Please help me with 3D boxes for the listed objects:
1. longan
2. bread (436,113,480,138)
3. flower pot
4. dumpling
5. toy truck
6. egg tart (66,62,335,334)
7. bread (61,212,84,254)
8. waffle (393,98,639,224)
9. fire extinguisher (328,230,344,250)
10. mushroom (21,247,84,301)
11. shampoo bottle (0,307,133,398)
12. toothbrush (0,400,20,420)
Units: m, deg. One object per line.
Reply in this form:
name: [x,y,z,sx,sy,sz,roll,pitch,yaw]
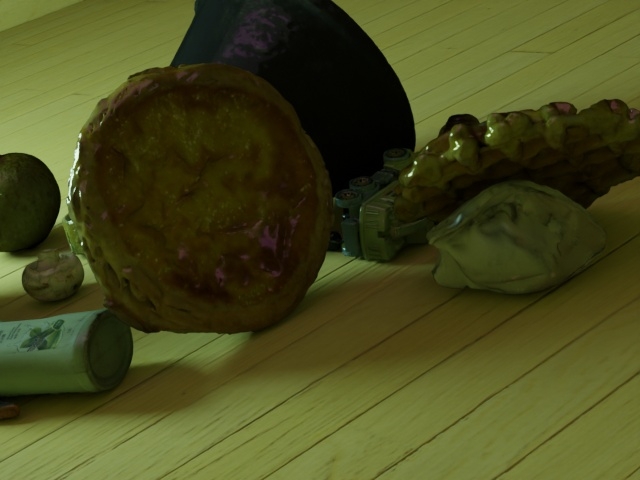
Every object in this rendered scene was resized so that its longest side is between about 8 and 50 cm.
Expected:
longan: [-0.461,-0.066,2.136,0.145,0.176,0.155,-25,3,13]
bread: [0.196,-0.143,2.065,0.066,0.060,0.110,-38,10,24]
flower pot: [-0.093,-0.158,1.939,0.251,0.379,0.379,-45,33,-24]
dumpling: [0.206,-0.003,1.593,0.199,0.136,0.118,-18,42,17]
toy truck: [0.104,-0.043,1.829,0.116,0.085,0.191,10,31,29]
egg tart: [-0.147,-0.046,1.707,0.341,0.341,0.129,-26,4,-29]
bread: [-0.295,-0.029,2.080,0.117,0.064,0.156,1,24,25]
waffle: [0.228,-0.080,1.648,0.325,0.068,0.302,-1,-19,-24]
fire extinguisher: [0.000,0.000,1.862,0.083,0.025,0.038,3,0,35]
mushroom: [-0.352,0.044,1.922,0.084,0.067,0.083,-10,14,3]
shampoo bottle: [-0.340,0.132,1.657,0.234,0.087,0.118,-6,19,21]
toothbrush: [-0.476,0.198,1.670,0.321,0.023,0.031,-3,34,26]
